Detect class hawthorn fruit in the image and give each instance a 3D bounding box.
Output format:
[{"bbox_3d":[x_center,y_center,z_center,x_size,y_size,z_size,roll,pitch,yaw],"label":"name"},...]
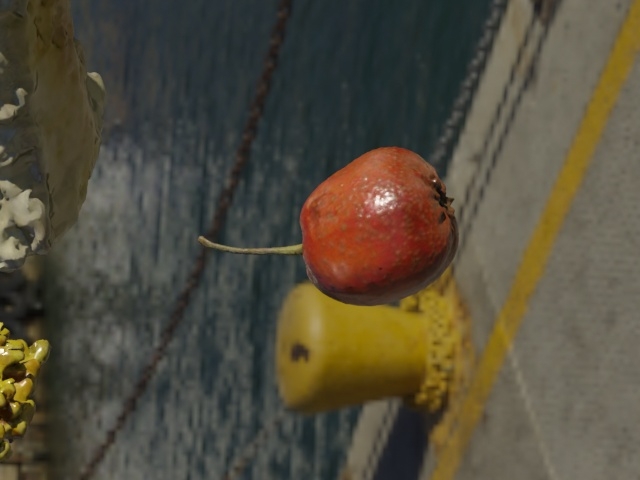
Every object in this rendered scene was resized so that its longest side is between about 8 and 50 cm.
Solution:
[{"bbox_3d":[0.000,0.000,1.582,0.165,0.285,0.165,-11,-90,-76],"label":"hawthorn fruit"}]

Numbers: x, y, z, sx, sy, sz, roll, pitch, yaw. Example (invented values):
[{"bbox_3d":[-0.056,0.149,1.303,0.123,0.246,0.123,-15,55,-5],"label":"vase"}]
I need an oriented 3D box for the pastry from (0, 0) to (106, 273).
[{"bbox_3d":[-0.134,-0.104,0.573,0.258,0.089,0.121,83,174,-46],"label":"pastry"}]

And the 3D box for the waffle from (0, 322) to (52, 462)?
[{"bbox_3d":[-0.298,0.136,1.124,0.070,0.193,0.197,59,-148,-29],"label":"waffle"}]
